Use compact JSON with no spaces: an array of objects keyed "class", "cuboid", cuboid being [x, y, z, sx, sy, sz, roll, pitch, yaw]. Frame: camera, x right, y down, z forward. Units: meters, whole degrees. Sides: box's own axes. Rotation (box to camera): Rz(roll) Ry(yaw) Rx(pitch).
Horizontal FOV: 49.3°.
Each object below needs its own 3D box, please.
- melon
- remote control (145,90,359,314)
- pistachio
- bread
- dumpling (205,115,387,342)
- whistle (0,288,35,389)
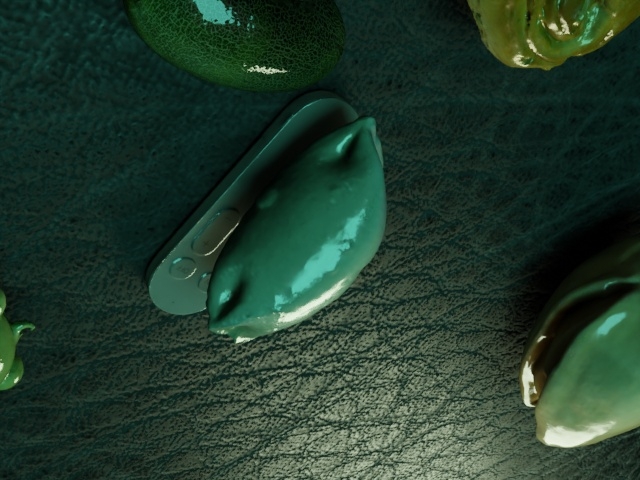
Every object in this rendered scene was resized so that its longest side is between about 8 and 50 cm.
[{"class":"melon","cuboid":[-0.052,-0.150,0.461,0.162,0.099,0.099,9,120,-41]},{"class":"remote control","cuboid":[-0.060,-0.029,0.604,0.245,0.022,0.077,-46,135,11]},{"class":"pistachio","cuboid":[0.357,0.123,0.833,0.214,0.193,0.318,13,129,-23]},{"class":"bread","cuboid":[0.202,-0.245,0.510,0.236,0.120,0.198,-33,135,-2]},{"class":"dumpling","cuboid":[-0.010,-0.006,0.581,0.105,0.149,0.216,34,100,-3]},{"class":"whistle","cuboid":[-0.329,0.093,0.510,0.228,0.085,0.105,-13,129,-21]}]
